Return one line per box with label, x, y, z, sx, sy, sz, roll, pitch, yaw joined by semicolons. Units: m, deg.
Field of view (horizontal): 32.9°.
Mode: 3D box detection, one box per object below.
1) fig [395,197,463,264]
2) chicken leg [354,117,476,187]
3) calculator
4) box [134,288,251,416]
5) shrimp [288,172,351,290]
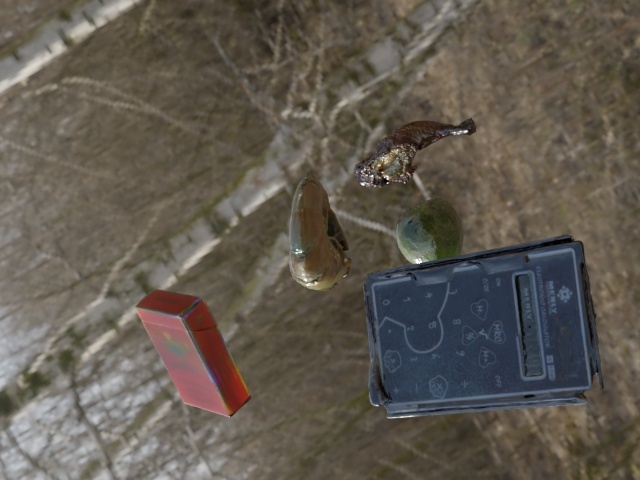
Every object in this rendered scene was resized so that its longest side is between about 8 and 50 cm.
fig;0.203;0.006;1.925;0.156;0.123;0.123;64;179;-8
chicken leg;0.094;-0.095;1.139;0.062;0.145;0.037;36;-142;-26
calculator;0.159;0.095;1.125;0.028;0.274;0.166;7;-105;-50
box;-0.175;0.154;1.496;0.112;0.048;0.175;8;128;46
shrimp;0.001;0.000;1.386;0.267;0.061;0.145;40;-135;-69
